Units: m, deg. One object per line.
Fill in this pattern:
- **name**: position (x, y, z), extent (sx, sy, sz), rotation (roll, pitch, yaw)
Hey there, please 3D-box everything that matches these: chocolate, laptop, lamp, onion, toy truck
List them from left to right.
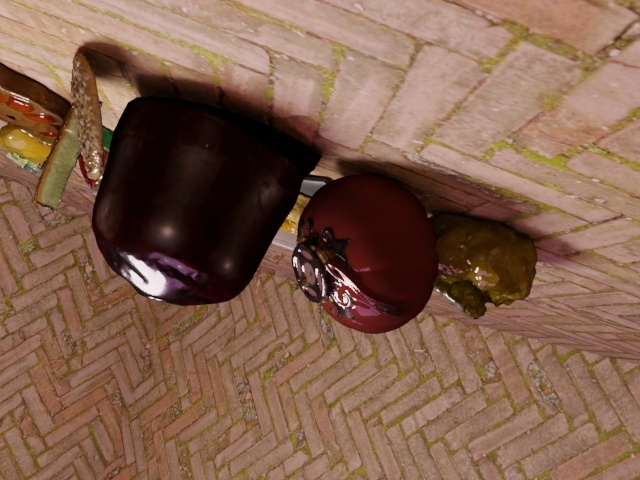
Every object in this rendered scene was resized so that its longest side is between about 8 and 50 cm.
- **toy truck**: position (-0.913, -0.270, 1.975), extent (0.116, 0.085, 0.191), rotation (29, 169, -27)
- **onion**: position (-0.548, -0.173, 1.664), extent (0.184, 0.147, 0.184), rotation (15, 155, 7)
- **chocolate**: position (-0.221, -0.047, 1.160), extent (0.383, 0.331, 0.383), rotation (12, 174, 1)
- **laptop**: position (-0.044, -0.114, 1.450), extent (0.269, 0.015, 0.187), rotation (11, 168, 37)
- **lamp**: position (0.083, 0.025, 1.191), extent (0.257, 0.303, 0.303), rotation (-17, -172, -28)

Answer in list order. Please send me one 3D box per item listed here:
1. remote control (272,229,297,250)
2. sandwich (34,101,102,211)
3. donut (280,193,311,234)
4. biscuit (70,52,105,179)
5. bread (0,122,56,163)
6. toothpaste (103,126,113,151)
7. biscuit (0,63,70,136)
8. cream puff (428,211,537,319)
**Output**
- **remote control**: position (0.000, 0.000, 1.750), extent (0.277, 0.103, 0.055), rotation (19, 173, -7)
- **sandwich**: position (-0.552, -0.200, 1.389), extent (0.063, 0.245, 0.212), rotation (25, -176, -24)
- **donut**: position (-0.073, -0.065, 1.525), extent (0.146, 0.078, 0.181), rotation (12, 170, 17)
- **biscuit**: position (-0.390, -0.207, 1.068), extent (0.033, 0.220, 0.220), rotation (-9, -178, -25)
- **bread**: position (-0.780, -0.272, 1.721), extent (0.160, 0.088, 0.233), rotation (20, 169, -42)
- **toothpaste**: position (-0.513, -0.243, 1.508), extent (0.037, 0.043, 0.178), rotation (16, 170, 31)
- **biscuit**: position (-0.721, -0.324, 1.397), extent (0.359, 0.074, 0.381), rotation (13, 166, 35)
- **cream puff**: position (0.308, 0.064, 1.314), extent (0.282, 0.185, 0.282), rotation (16, 167, 4)
